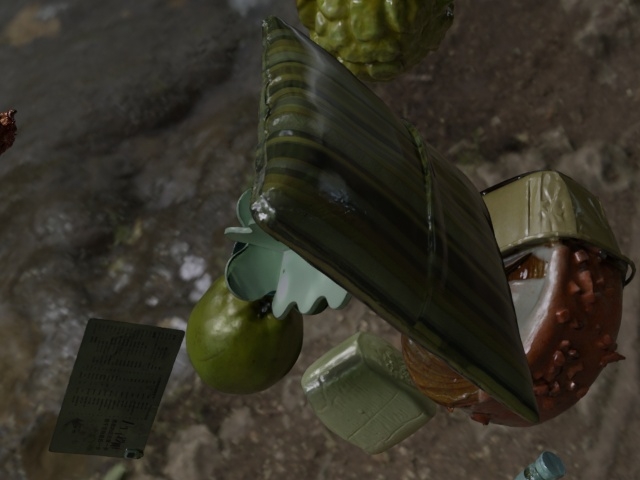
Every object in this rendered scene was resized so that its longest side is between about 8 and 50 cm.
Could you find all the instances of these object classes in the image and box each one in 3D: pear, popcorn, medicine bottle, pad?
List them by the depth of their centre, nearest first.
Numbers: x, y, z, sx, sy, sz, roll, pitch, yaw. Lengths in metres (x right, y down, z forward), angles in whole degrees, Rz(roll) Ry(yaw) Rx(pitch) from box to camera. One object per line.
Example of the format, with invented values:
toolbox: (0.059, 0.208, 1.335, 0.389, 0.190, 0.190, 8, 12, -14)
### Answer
popcorn: (0.061, -0.347, 1.409, 0.251, 0.206, 0.236, 40, 129, 25)
medicine bottle: (0.314, 0.409, 1.667, 0.191, 0.051, 0.051, -55, 41, 33)
pad: (-0.327, 0.244, 1.675, 0.265, 0.160, 0.009, -69, 27, 22)
pear: (-0.133, 0.167, 1.840, 0.269, 0.212, 0.212, 122, 153, -54)

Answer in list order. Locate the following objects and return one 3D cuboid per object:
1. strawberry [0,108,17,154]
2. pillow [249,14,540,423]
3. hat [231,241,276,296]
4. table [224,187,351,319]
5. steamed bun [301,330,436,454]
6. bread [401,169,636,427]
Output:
strawberry: (-0.449, -0.108, 1.247, 0.188, 0.082, 0.121, -3, 24, 12)
pillow: (0.042, -0.020, 0.605, 0.052, 0.208, 0.212, -41, 28, 24)
hat: (-0.044, 0.030, 1.697, 0.078, 0.191, 0.138, -37, 60, 60)
table: (0.000, 0.000, 1.125, 0.198, 0.167, 0.166, -17, 48, 64)
steamed bun: (0.094, 0.301, 2.106, 0.200, 0.250, 0.154, -40, 19, 21)
bread: (0.159, 0.055, 0.921, 0.224, 0.142, 0.211, -27, 44, 46)
